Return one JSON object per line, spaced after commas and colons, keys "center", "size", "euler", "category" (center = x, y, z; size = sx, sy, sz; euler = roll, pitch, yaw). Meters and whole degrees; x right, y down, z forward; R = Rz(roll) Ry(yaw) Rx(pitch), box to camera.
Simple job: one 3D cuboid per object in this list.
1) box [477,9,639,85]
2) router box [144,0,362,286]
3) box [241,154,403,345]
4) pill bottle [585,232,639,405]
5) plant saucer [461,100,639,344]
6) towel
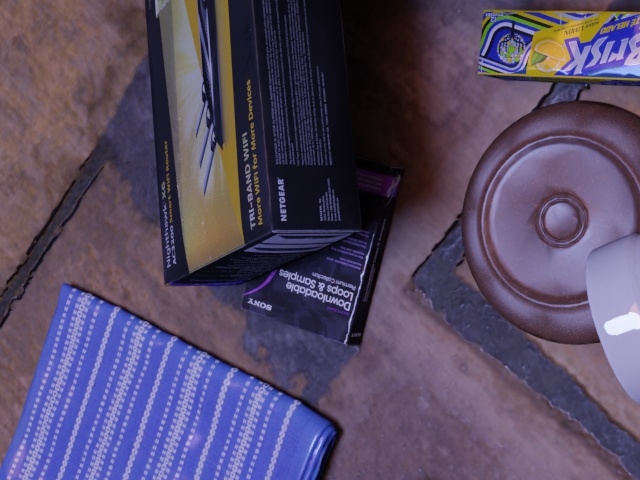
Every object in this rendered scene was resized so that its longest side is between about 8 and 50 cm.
{"center": [0.214, -0.151, 1.121], "size": [0.169, 0.059, 0.054], "euler": [5, 93, 29], "category": "box"}
{"center": [-0.066, -0.131, 1.184], "size": [0.243, 0.081, 0.309], "euler": [154, 113, -62], "category": "router box"}
{"center": [0.000, 0.000, 1.252], "size": [0.116, 0.029, 0.162], "euler": [17, 98, 29], "category": "box"}
{"center": [0.346, 0.016, 0.980], "size": [0.301, 0.169, 0.169], "euler": [-21, 78, 27], "category": "pill bottle"}
{"center": [0.198, -0.015, 1.139], "size": [0.198, 0.036, 0.198], "euler": [-1, 87, 28], "category": "plant saucer"}
{"center": [-0.157, 0.212, 1.327], "size": [0.336, 0.040, 0.243], "euler": [24, 99, 28], "category": "towel"}
